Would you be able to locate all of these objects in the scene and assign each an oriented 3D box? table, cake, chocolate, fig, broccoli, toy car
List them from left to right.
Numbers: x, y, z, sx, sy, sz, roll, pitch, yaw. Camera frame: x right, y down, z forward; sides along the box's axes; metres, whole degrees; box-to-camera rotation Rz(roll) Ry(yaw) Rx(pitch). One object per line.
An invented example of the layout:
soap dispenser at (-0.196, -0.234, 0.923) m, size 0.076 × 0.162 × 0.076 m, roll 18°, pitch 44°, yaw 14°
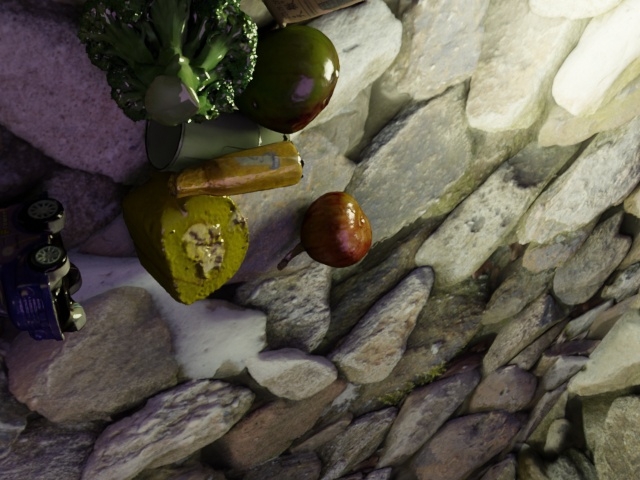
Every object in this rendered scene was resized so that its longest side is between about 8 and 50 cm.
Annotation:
toy car at (-0.478, 0.053, 1.372) m, size 0.157 × 0.235 × 0.172 m, roll -11°, pitch 135°, yaw -12°
broccoli at (-0.218, -0.266, 1.224) m, size 0.269 × 0.270 × 0.270 m, roll -3°, pitch 131°, yaw -4°
cake at (-0.239, -0.022, 1.527) m, size 0.179 × 0.156 × 0.261 m, roll -38°, pitch 149°, yaw -25°
table at (-0.176, -0.169, 1.450) m, size 0.219 × 0.126 × 0.126 m, roll 4°, pitch 126°, yaw -40°
chocolate at (-0.139, -0.106, 1.379) m, size 0.219 × 0.086 × 0.086 m, roll -16°, pitch 136°, yaw -24°
fig at (-0.061, -0.269, 1.408) m, size 0.190 × 0.181 × 0.181 m, roll 1°, pitch 133°, yaw -2°
fig at (0.025, -0.012, 1.749) m, size 0.149 × 0.148 × 0.202 m, roll 21°, pitch 152°, yaw -20°

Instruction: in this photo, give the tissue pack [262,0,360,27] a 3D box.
tissue pack at (-0.024, -0.448, 1.247) m, size 0.214 × 0.123 × 0.257 m, roll -12°, pitch 144°, yaw 21°
